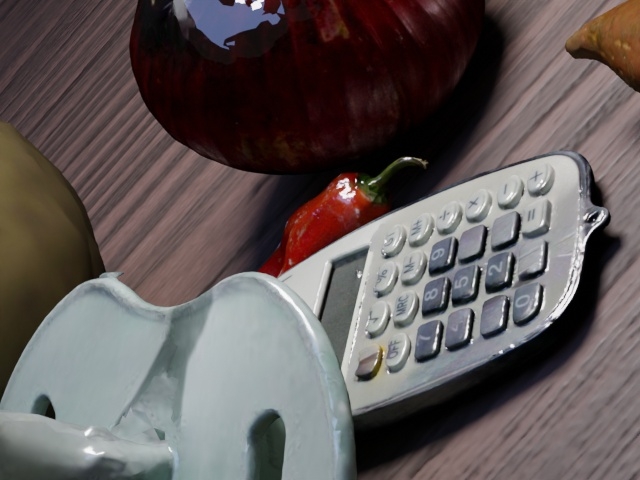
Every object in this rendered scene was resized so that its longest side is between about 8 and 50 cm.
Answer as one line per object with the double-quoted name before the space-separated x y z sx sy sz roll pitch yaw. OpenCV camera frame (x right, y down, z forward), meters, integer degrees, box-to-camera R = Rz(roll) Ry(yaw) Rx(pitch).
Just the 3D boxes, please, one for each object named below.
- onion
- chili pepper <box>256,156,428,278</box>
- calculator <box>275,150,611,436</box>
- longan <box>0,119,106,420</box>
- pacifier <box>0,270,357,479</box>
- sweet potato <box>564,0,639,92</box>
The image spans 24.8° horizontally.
"onion" -0.008 -0.146 1.089 0.273 0.285 0.273 -4 48 4
"chili pepper" -0.001 -0.001 1.003 0.191 0.050 0.059 -44 38 26
"calculator" 0.058 0.035 0.872 0.268 0.040 0.177 -27 32 36
"longan" -0.348 0.082 1.084 0.404 0.404 0.436 -26 6 38
"pacifier" -0.141 0.143 0.779 0.343 0.269 0.288 -8 72 51
"sweet potato" 0.218 -0.069 0.704 0.106 0.095 0.354 -39 28 9
